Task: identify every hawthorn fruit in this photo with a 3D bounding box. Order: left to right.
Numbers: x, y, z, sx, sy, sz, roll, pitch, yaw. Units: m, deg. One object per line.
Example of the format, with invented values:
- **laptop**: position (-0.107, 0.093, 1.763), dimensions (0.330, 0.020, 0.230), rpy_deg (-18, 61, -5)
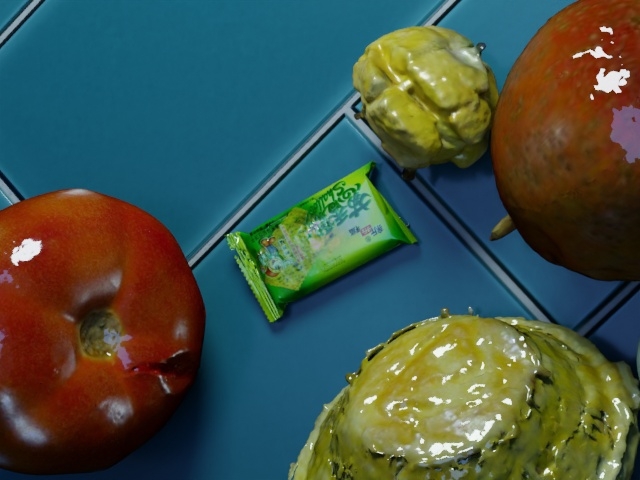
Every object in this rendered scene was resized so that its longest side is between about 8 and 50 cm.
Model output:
- **hawthorn fruit**: position (0.270, -0.080, 1.559), dimensions (0.298, 0.277, 0.277), rpy_deg (-37, 78, 29)

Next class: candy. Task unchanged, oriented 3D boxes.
- **candy**: position (0.000, 0.000, 1.744), dimensions (0.178, 0.032, 0.102), rpy_deg (-28, 80, 14)

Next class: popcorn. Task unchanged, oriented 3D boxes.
- **popcorn**: position (0.101, -0.139, 1.663), dimensions (0.148, 0.167, 0.152), rpy_deg (25, 120, -12)

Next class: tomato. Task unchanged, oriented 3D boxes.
- **tomato**: position (-0.274, 0.088, 1.721), dimensions (0.226, 0.299, 0.298), rpy_deg (5, 89, 57)

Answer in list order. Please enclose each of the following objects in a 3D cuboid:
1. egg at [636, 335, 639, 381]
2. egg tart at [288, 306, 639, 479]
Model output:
- **egg**: position (0.417, 0.118, 1.534), dimensions (0.264, 0.183, 0.182), rpy_deg (11, 91, 11)
- **egg tart**: position (0.123, 0.174, 1.566), dimensions (0.341, 0.132, 0.341), rpy_deg (-11, 40, 9)
